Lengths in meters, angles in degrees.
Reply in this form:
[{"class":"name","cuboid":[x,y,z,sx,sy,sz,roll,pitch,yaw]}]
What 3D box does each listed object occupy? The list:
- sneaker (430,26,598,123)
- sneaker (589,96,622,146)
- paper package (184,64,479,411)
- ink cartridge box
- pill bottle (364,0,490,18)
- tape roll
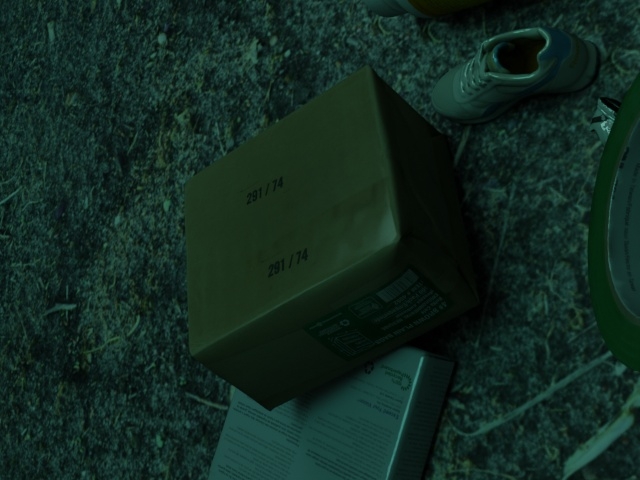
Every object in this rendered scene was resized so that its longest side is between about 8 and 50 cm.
[{"class":"sneaker","cuboid":[0.213,-0.204,1.432,0.229,0.092,0.087,-16,66,46]},{"class":"sneaker","cuboid":[0.335,-0.113,1.309,0.109,0.040,0.043,58,136,46]},{"class":"paper package","cuboid":[0.000,0.000,1.469,0.325,0.168,0.309,-30,45,25]},{"class":"ink cartridge box","cuboid":[-0.004,0.263,1.520,0.324,0.071,0.330,17,90,49]},{"class":"pill bottle","cuboid":[0.164,-0.358,1.510,0.246,0.136,0.136,-8,70,47]},{"class":"tape roll","cuboid":[0.350,-0.032,1.111,0.321,0.077,0.321,-171,90,-80]}]
